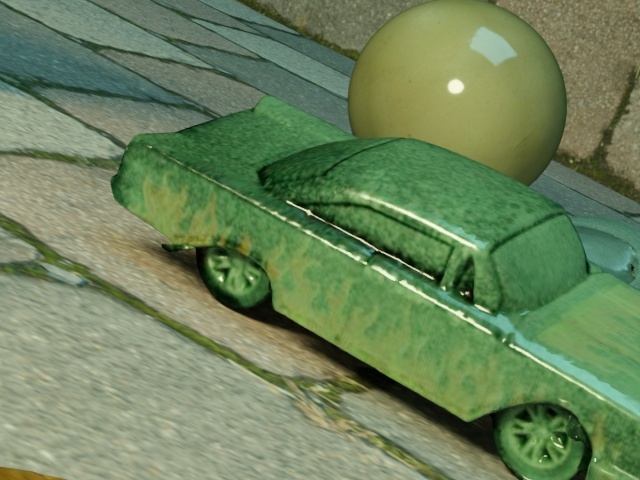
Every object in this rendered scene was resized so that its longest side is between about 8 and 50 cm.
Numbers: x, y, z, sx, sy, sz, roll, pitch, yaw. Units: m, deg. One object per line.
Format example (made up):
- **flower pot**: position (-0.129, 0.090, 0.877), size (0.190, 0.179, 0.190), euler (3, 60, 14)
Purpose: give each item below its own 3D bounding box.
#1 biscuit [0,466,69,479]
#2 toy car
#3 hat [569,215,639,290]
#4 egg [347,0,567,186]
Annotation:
- **biscuit**: position (-0.033, 0.103, 0.466), size (0.144, 0.040, 0.236), euler (24, 8, 39)
- **toy car**: position (0.055, 0.015, 0.898), size (0.320, 0.097, 0.141), euler (29, 28, 23)
- **hat**: position (0.150, 0.041, 1.161), size (0.138, 0.078, 0.191), euler (22, 25, 35)
- **egg**: position (0.117, -0.122, 1.601), size (0.188, 0.188, 0.253), euler (23, 0, -16)
